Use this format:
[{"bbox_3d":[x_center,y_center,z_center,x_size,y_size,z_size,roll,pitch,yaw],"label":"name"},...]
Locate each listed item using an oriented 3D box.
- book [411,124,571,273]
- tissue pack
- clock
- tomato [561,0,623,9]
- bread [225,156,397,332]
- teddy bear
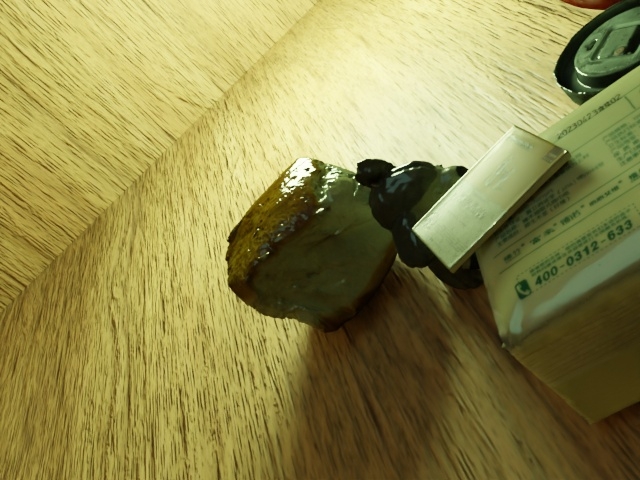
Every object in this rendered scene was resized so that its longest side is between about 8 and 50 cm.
[{"bbox_3d":[0.182,-0.049,0.814,0.172,0.012,0.118,-46,26,6],"label":"book"},{"bbox_3d":[0.361,-0.031,0.773,0.380,0.207,0.297,-34,33,24],"label":"tissue pack"},{"bbox_3d":[0.472,-0.292,1.127,0.226,0.049,0.226,-34,29,23],"label":"clock"},{"bbox_3d":[0.501,-0.469,1.264,0.228,0.101,0.228,-26,34,20],"label":"tomato"},{"bbox_3d":[0.000,0.000,1.212,0.279,0.225,0.250,-54,21,6],"label":"bread"},{"bbox_3d":[0.170,-0.024,1.025,0.144,0.251,0.171,-32,46,29],"label":"teddy bear"}]
